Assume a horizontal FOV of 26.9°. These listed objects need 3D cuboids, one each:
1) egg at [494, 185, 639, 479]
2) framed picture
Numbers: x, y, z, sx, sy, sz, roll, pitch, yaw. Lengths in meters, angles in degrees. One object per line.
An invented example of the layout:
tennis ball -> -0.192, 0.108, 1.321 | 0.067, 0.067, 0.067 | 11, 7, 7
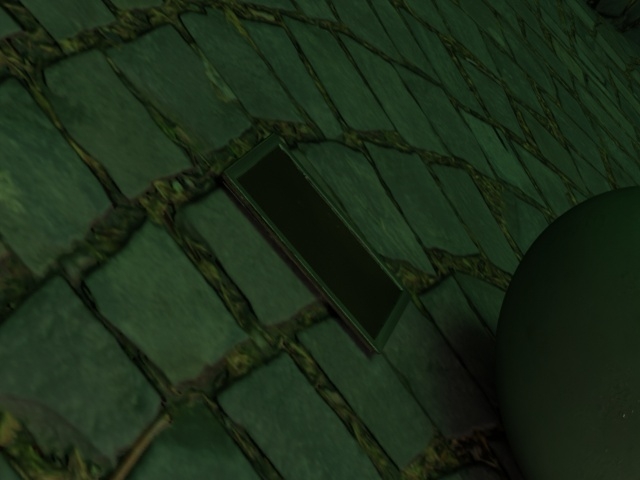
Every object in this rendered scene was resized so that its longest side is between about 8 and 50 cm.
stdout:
egg -> 0.279, 0.110, 1.072 | 0.276, 0.276, 0.389 | 40, 27, -24
framed picture -> 0.000, 0.000, 1.063 | 0.183, 0.011, 0.142 | 49, 21, -4
